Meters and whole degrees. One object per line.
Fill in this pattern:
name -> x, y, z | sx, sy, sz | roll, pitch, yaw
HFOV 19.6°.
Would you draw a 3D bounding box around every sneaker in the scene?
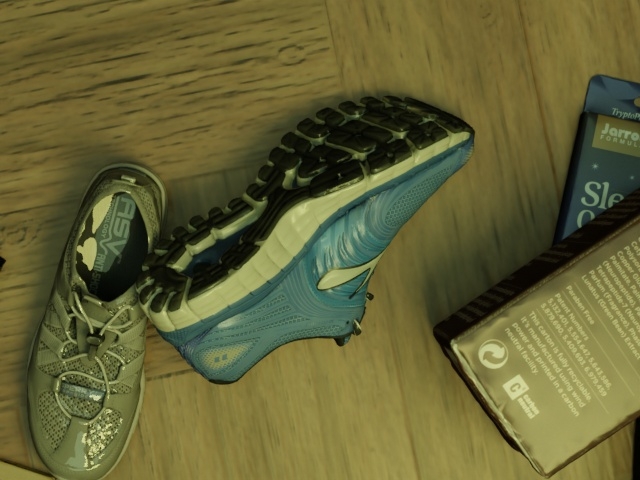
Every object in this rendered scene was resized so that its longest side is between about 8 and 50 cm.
sneaker -> -0.196, 0.068, 1.567 | 0.105, 0.115, 0.281 | 8, 88, -1
sneaker -> 0.000, 0.000, 1.582 | 0.330, 0.130, 0.147 | -36, 129, -15

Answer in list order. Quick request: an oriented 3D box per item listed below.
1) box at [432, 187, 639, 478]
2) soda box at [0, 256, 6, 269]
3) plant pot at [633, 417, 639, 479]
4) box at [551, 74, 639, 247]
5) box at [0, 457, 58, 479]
box -> 0.288, 0.026, 1.510 | 0.381, 0.191, 0.143 | -35, 91, 0
soda box -> -0.338, 0.076, 1.595 | 0.060, 0.053, 0.169 | 28, 88, -1
plant pot -> 0.356, 0.191, 1.554 | 0.188, 0.187, 0.167 | -9, 78, -1
box -> 0.279, -0.026, 1.623 | 0.136, 0.036, 0.225 | 12, 87, -1
box -> -0.299, 0.287, 1.607 | 0.164, 0.021, 0.201 | 19, 89, -1
